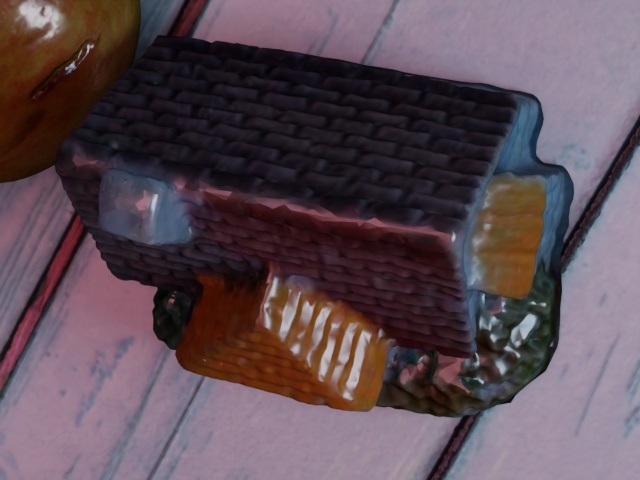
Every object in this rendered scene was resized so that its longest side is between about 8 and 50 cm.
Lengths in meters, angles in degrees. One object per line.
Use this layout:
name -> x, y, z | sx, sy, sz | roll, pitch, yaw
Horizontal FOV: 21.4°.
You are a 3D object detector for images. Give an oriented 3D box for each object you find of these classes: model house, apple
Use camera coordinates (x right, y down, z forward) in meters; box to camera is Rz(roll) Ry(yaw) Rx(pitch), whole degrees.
model house -> 0.000, 0.000, 1.314 | 0.360, 0.339, 0.297 | 13, 95, 15
apple -> -0.287, -0.177, 1.429 | 0.264, 0.264, 0.264 | 1, 94, 16
